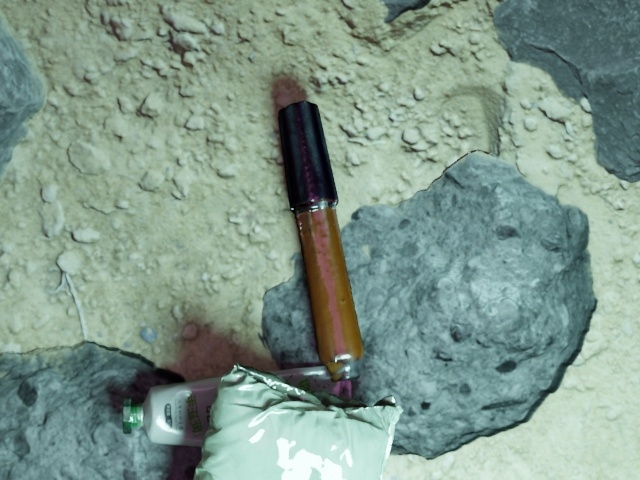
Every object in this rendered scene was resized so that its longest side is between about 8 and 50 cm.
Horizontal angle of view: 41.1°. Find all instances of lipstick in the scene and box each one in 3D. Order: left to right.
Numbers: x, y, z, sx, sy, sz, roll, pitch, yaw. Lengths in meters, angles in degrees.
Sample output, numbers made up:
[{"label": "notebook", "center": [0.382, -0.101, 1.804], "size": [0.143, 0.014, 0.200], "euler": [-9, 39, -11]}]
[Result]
[{"label": "lipstick", "center": [0.000, 0.000, 1.272], "size": [0.077, 0.077, 0.419], "euler": [-10, 82, -4]}]

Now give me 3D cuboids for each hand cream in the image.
[{"label": "hand cream", "center": [-0.116, 0.247, 1.244], "size": [0.335, 0.076, 0.121], "euler": [-1, 84, -9]}]

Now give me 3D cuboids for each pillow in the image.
[{"label": "pillow", "center": [-0.048, 0.332, 1.165], "size": [0.283, 0.138, 0.310], "euler": [13, 96, -14]}]
